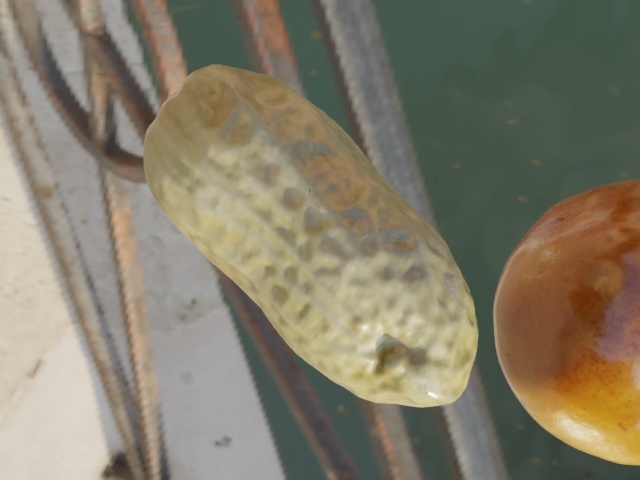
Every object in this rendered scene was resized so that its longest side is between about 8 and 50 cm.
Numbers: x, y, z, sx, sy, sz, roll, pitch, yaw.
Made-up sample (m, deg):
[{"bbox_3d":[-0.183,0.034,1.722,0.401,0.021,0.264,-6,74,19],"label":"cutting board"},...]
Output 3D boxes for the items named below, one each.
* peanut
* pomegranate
[{"bbox_3d":[0.000,0.000,1.183,0.313,0.152,0.152,44,69,8],"label":"peanut"},{"bbox_3d":[0.283,0.077,1.425,0.264,0.264,0.264,-5,99,-32],"label":"pomegranate"}]
